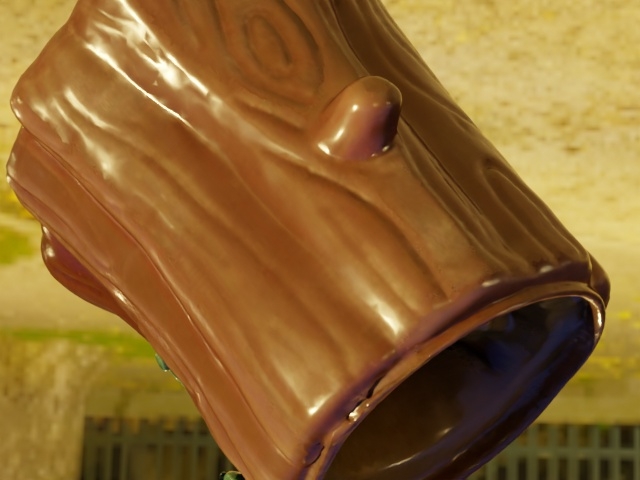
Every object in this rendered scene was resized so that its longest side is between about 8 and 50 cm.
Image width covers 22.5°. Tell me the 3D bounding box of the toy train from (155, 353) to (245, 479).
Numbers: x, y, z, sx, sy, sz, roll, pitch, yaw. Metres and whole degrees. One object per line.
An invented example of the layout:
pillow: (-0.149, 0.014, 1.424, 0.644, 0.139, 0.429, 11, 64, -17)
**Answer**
toy train: (-0.030, 0.126, 1.142, 0.101, 0.248, 0.159, -29, -163, -20)

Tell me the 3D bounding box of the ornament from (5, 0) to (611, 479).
ornament: (0.000, 0.000, 0.724, 0.221, 0.217, 0.235, -1, 136, -51)
